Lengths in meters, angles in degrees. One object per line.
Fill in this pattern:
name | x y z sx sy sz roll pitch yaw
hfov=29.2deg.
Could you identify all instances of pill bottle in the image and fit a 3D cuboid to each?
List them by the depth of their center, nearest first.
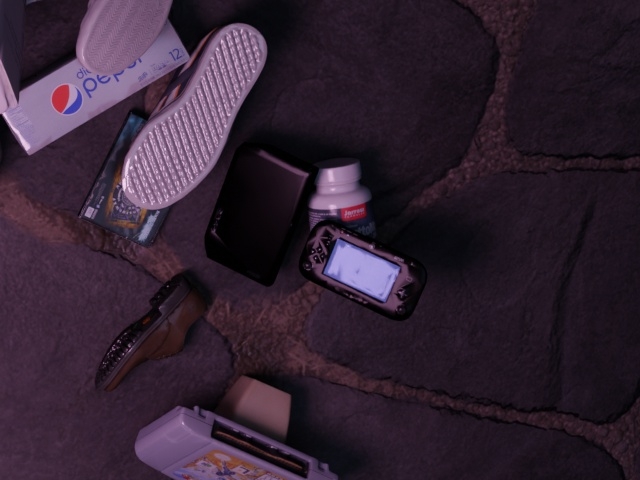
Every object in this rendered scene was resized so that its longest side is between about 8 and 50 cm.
pill bottle | 0.034 -0.039 2.002 0.108 0.108 0.180 -11 105 -13

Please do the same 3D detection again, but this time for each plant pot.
plant pot | -0.108 0.283 2.042 0.109 0.109 0.096 25 81 -19

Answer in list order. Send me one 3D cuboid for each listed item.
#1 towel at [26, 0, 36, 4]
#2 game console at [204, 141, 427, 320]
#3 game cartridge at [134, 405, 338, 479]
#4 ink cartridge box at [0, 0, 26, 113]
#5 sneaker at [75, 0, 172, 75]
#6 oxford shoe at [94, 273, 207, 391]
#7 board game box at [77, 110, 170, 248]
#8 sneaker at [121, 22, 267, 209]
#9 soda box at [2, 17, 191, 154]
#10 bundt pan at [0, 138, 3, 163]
towel | -0.466 -0.396 1.755 0.285 0.209 0.034 -27 150 -7
game console | 0.000 0.000 1.942 0.361 0.044 0.213 25 112 9
game cartridge | -0.144 0.366 2.006 0.297 0.198 0.062 27 49 -22
ink cartridge box | -0.540 -0.378 1.616 0.285 0.166 0.395 -1 69 -4
sneaker | -0.298 -0.376 1.802 0.108 0.169 0.293 40 73 -45
oxford shoe | -0.269 0.168 1.980 0.227 0.083 0.096 -45 114 -1
board game box | -0.287 -0.094 1.944 0.126 0.026 0.186 26 94 -20
sneaker | -0.194 -0.191 1.894 0.126 0.127 0.321 36 92 -17
soda box | -0.345 -0.245 1.856 0.286 0.098 0.091 -32 110 -6
bundt pan | -0.593 -0.137 1.730 0.330 0.124 0.331 0 90 -38
